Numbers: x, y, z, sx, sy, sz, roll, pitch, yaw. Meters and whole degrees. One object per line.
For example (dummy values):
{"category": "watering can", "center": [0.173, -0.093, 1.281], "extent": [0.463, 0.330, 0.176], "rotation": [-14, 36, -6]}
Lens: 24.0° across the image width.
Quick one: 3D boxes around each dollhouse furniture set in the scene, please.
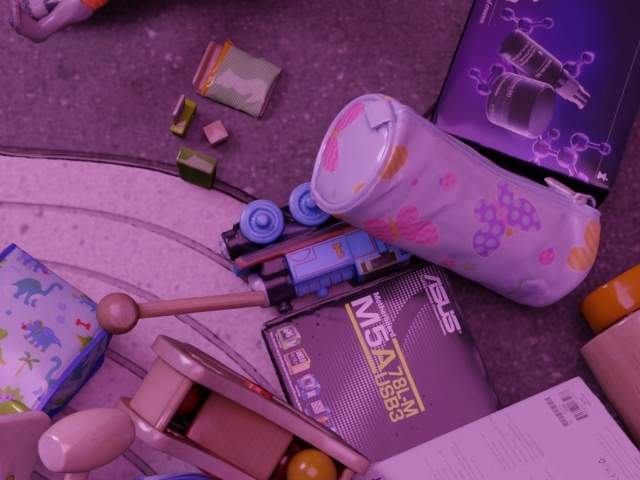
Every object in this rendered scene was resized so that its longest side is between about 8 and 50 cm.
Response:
{"category": "dollhouse furniture set", "center": [-0.097, -0.129, 1.457], "extent": [0.076, 0.058, 0.152], "rotation": [22, 74, 3]}

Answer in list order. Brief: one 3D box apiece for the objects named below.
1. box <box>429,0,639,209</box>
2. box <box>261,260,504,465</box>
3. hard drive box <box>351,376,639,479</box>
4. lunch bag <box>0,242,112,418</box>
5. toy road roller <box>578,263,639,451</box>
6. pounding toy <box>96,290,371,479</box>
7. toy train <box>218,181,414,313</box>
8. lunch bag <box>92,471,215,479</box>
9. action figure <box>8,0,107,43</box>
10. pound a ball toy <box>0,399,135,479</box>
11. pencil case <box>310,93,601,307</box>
{"category": "box", "center": [0.226, -0.178, 1.469], "extent": [0.184, 0.103, 0.261], "rotation": [20, 74, 0]}
{"category": "box", "center": [0.062, 0.135, 1.399], "extent": [0.184, 0.045, 0.191], "rotation": [-20, 77, -6]}
{"category": "hard drive box", "center": [0.164, 0.239, 1.291], "extent": [0.232, 0.089, 0.181], "rotation": [-21, 34, -7]}
{"category": "lunch bag", "center": [-0.276, 0.101, 1.346], "extent": [0.129, 0.096, 0.151], "rotation": [32, 45, 6]}
{"category": "toy road roller", "center": [0.415, 0.060, 1.338], "extent": [0.329, 0.240, 0.202], "rotation": [-28, 77, -10]}
{"category": "pounding toy", "center": [-0.073, 0.120, 1.280], "extent": [0.269, 0.154, 0.155], "rotation": [32, 88, -4]}
{"category": "toy train", "center": [0.000, 0.000, 1.418], "extent": [0.184, 0.080, 0.105], "rotation": [-20, 82, -9]}
{"category": "lunch bag", "center": [-0.164, 0.350, 1.292], "extent": [0.243, 0.115, 0.303], "rotation": [-12, 74, -1]}
{"category": "action figure", "center": [-0.158, -0.326, 1.490], "extent": [0.330, 0.178, 0.341], "rotation": [-10, 46, -12]}
{"category": "pound a ball toy", "center": [-0.309, 0.224, 1.202], "extent": [0.208, 0.135, 0.319], "rotation": [37, 111, 28]}
{"category": "pencil case", "center": [0.125, -0.033, 1.352], "extent": [0.273, 0.124, 0.113], "rotation": [23, 50, -30]}
